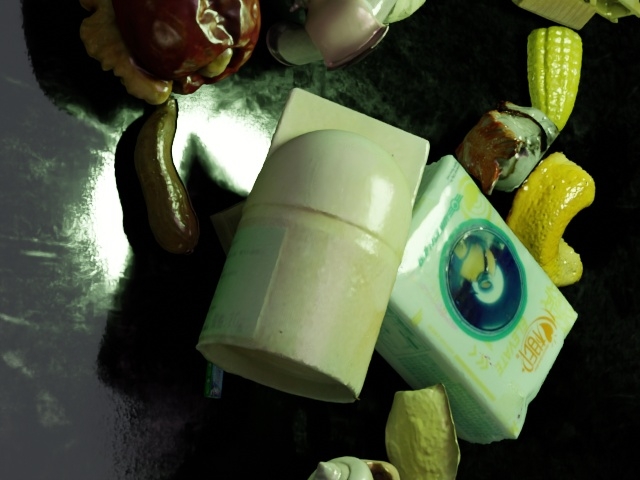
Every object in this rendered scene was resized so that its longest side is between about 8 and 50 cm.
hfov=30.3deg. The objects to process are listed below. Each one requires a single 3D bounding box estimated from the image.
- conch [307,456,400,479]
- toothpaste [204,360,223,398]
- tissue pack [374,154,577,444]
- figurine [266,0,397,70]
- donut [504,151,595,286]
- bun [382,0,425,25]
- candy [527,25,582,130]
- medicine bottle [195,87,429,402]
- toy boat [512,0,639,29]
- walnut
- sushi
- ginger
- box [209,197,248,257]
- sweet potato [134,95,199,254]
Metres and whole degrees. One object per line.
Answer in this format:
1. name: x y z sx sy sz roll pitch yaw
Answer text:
1. conch: 0.042 0.408 1.751 0.158 0.127 0.255 -47 136 -36
2. toothpaste: -0.150 0.182 1.680 0.020 0.017 0.083 16 71 -37
3. tissue pack: 0.217 0.099 1.916 0.388 0.162 0.287 48 57 -22
4. figurine: -0.034 -0.439 1.745 0.253 0.211 0.361 -37 106 1
5. donut: 0.392 -0.009 2.082 0.152 0.101 0.259 -26 132 -32
6. bun: 0.087 -0.483 1.931 0.259 0.160 0.259 12 70 -37
7. candy: 0.439 -0.298 2.234 0.106 0.094 0.198 6 80 -4
8. medicine bottle: 0.000 0.000 1.655 0.236 0.236 0.406 30 68 -32
9. toy boat: 0.466 -0.499 2.276 0.446 0.136 0.162 8 81 -40
10. walnut: -0.219 -0.335 1.627 0.269 0.244 0.222 66 11 1
11. sushi: 0.323 -0.163 2.014 0.130 0.124 0.332 35 24 13
12. ginger: 0.164 0.328 1.848 0.122 0.115 0.193 45 38 -74
13. box: -0.111 -0.014 1.743 0.079 0.035 0.083 -28 100 -40
14. sweet potato: -0.220 -0.092 1.654 0.081 0.062 0.233 3 75 -56
